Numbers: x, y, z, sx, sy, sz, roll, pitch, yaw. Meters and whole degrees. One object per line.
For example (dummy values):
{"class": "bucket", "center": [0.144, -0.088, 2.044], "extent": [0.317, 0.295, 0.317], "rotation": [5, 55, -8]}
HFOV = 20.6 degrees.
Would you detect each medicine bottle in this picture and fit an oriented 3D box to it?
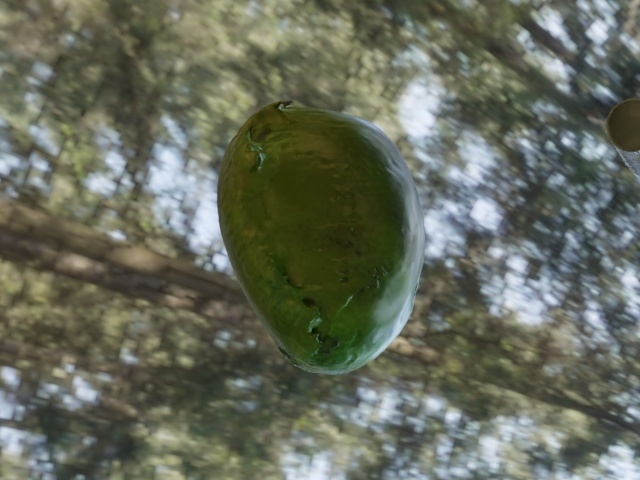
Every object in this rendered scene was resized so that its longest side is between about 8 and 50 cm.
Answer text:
{"class": "medicine bottle", "center": [0.264, -0.083, 1.446], "extent": [0.047, 0.083, 0.047], "rotation": [-5, -105, 18]}

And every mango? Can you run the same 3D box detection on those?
{"class": "mango", "center": [0.000, 0.001, 0.996], "extent": [0.119, 0.100, 0.178], "rotation": [4, -130, -10]}
